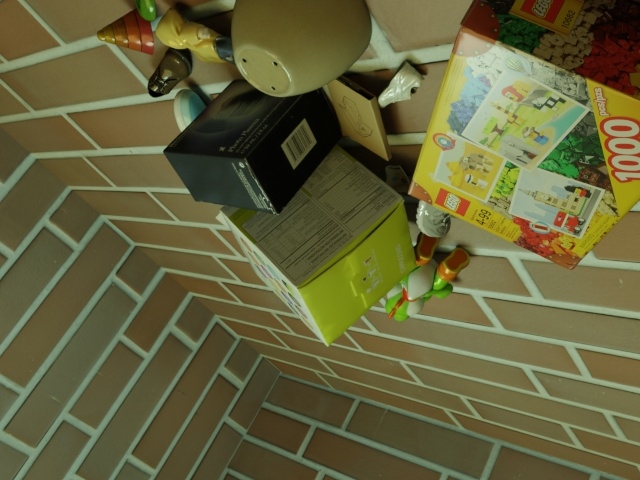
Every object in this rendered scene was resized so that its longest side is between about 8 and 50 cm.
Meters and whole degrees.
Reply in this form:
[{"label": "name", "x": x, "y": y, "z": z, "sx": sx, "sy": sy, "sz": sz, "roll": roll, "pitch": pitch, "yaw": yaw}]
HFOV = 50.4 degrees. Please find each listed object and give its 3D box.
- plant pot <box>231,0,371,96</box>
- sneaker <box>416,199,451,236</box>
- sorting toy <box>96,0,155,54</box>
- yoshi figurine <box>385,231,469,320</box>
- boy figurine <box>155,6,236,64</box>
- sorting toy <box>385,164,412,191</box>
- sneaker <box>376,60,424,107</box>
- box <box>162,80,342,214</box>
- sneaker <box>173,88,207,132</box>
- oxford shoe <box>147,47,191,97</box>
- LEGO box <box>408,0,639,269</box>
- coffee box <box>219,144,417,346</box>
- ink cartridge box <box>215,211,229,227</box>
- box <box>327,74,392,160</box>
[{"label": "plant pot", "x": -0.067, "y": -0.399, "z": 1.352, "sx": 0.284, "sy": 0.191, "sz": 0.284, "roll": 26, "pitch": 157, "yaw": 12}, {"label": "sneaker", "x": 0.300, "y": -0.089, "z": 1.641, "sx": 0.115, "sy": 0.105, "sz": 0.281, "roll": 20, "pitch": 154, "yaw": 23}, {"label": "sorting toy", "x": -0.449, "y": -0.543, "z": 1.545, "sx": 0.365, "sy": 0.126, "sz": 0.127, "roll": 131, "pitch": 123, "yaw": -67}, {"label": "yoshi figurine", "x": 0.300, "y": 0.104, "z": 2.018, "sx": 0.203, "sy": 0.203, "sz": 0.362, "roll": -4, "pitch": 149, "yaw": -21}, {"label": "boy figurine", "x": -0.251, "y": -0.459, "z": 1.574, "sx": 0.285, "sy": 0.092, "sz": 0.177, "roll": 25, "pitch": -176, "yaw": 22}, {"label": "sorting toy", "x": 0.197, "y": -0.159, "z": 1.712, "sx": 0.083, "sy": 0.045, "sz": 0.075, "roll": 7, "pitch": 140, "yaw": 44}, {"label": "sneaker", "x": 0.163, "y": -0.312, "z": 1.424, "sx": 0.061, "sy": 0.053, "sz": 0.152, "roll": 31, "pitch": 157, "yaw": -8}, {"label": "box", "x": -0.163, "y": -0.235, "z": 1.641, "sx": 0.294, "sy": 0.296, "sz": 0.182, "roll": 9, "pitch": 141, "yaw": 40}, {"label": "sneaker", "x": -0.258, "y": -0.297, "z": 1.900, "sx": 0.208, "sy": 0.127, "sz": 0.319, "roll": -4, "pitch": 132, "yaw": 32}, {"label": "oxford shoe", "x": -0.406, "y": -0.435, "z": 1.808, "sx": 0.083, "sy": 0.096, "sz": 0.227, "roll": 38, "pitch": 154, "yaw": -12}, {"label": "LEGO box", "x": 0.393, "y": -0.196, "z": 1.201, "sx": 0.373, "sy": 0.193, "sz": 0.500, "roll": 26, "pitch": 156, "yaw": 10}, {"label": "coffee box", "x": 0.007, "y": -0.001, "z": 1.759, "sx": 0.334, "sy": 0.338, "sz": 0.337, "roll": 43, "pitch": 166, "yaw": 32}, {"label": "ink cartridge box", "x": -0.155, "y": -0.042, "z": 2.264, "sx": 0.353, "sy": 0.119, "sz": 0.207, "roll": 35, "pitch": 155, "yaw": -12}, {"label": "box", "x": 0.085, "y": -0.285, "z": 1.543, "sx": 0.164, "sy": 0.021, "sz": 0.201, "roll": 41, "pitch": 165, "yaw": 35}]
